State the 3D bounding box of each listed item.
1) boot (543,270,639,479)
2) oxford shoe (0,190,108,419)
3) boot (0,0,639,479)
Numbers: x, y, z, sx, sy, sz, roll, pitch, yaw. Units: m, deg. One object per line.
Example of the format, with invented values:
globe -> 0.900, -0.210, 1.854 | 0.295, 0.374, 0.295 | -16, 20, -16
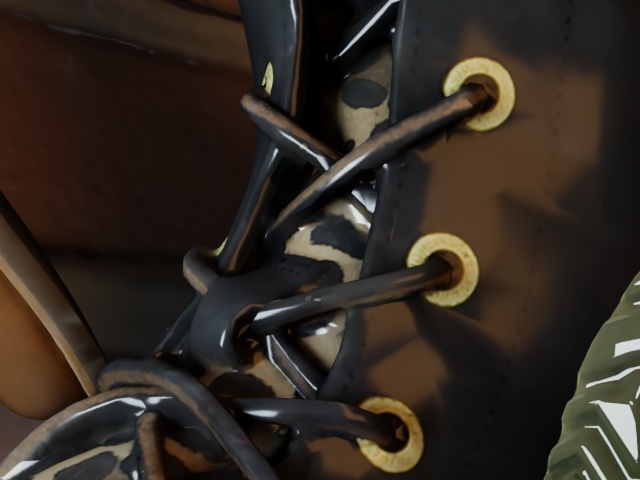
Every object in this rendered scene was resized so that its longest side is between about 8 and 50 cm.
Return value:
boot -> 0.140, 0.104, 0.416 | 0.269, 0.089, 0.236 | -4, 97, -61
oxford shoe -> -0.130, -0.021, 0.405 | 0.076, 0.076, 0.212 | -45, 116, -5
boot -> 0.000, 0.000, 0.377 | 0.284, 0.138, 0.377 | -51, 136, -39
